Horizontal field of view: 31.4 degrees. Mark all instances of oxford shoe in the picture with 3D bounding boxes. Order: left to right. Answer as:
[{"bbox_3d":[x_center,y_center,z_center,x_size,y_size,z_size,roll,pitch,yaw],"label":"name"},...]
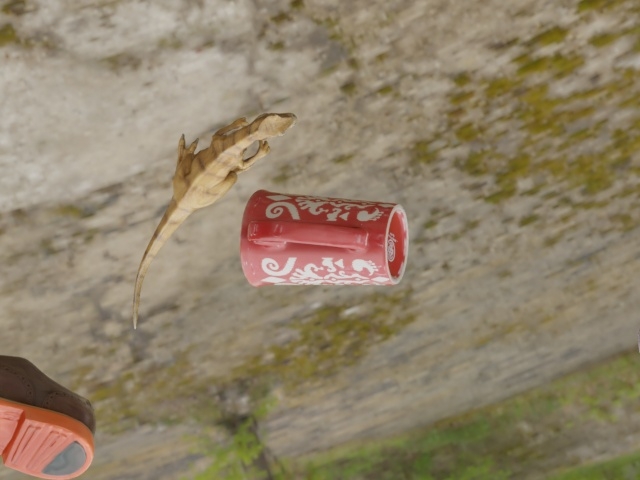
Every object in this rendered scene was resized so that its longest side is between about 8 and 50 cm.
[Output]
[{"bbox_3d":[-0.361,0.159,1.184,0.271,0.098,0.097,30,116,-20],"label":"oxford shoe"}]

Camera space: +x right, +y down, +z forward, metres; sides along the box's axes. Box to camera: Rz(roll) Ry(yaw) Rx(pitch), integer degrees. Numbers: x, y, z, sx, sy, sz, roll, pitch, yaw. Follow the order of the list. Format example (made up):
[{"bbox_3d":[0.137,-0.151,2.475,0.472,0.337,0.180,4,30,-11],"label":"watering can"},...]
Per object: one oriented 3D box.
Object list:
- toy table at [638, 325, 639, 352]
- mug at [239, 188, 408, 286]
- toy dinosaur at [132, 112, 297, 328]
[{"bbox_3d":[0.465,0.086,1.096,0.274,0.252,0.161,-5,150,-32],"label":"toy table"},{"bbox_3d":[0.001,0.008,1.279,0.169,0.113,0.150,3,-157,19],"label":"mug"},{"bbox_3d":[-0.104,-0.042,0.931,0.211,0.064,0.112,-49,-169,20],"label":"toy dinosaur"}]
